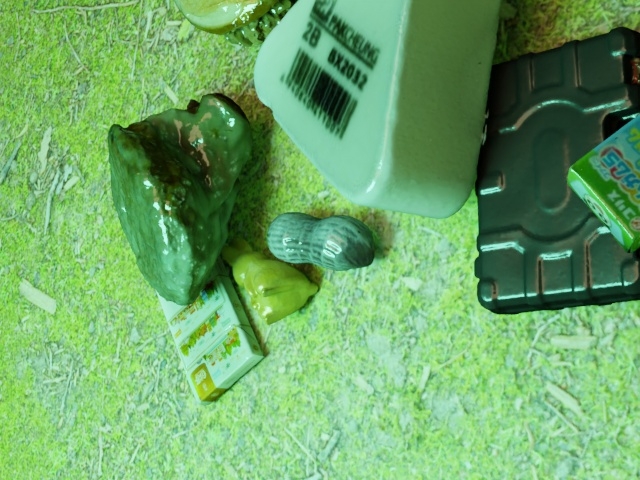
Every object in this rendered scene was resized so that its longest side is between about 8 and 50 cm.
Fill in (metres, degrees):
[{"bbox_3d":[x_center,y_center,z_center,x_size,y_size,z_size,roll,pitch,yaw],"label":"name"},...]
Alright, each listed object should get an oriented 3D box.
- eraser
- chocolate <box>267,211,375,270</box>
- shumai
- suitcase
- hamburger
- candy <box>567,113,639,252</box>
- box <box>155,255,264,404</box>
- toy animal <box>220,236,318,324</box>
[{"bbox_3d":[0.053,-0.198,1.196,0.331,0.150,0.331,-18,68,55],"label":"eraser"},{"bbox_3d":[0.000,0.000,1.289,0.167,0.072,0.072,8,86,43],"label":"chocolate"},{"bbox_3d":[-0.165,-0.057,1.383,0.222,0.204,0.271,-170,67,-67],"label":"shumai"},{"bbox_3d":[0.260,-0.069,1.085,0.206,0.066,0.285,-11,73,39],"label":"suitcase"},{"bbox_3d":[-0.094,-0.391,1.381,0.286,0.146,0.243,53,126,16],"label":"hamburger"},{"bbox_3d":[0.342,-0.084,0.966,0.194,0.062,0.097,-37,74,2],"label":"candy"},{"bbox_3d":[-0.164,0.106,1.427,0.122,0.032,0.220,-43,55,24],"label":"box"},{"bbox_3d":[-0.079,0.043,1.356,0.159,0.083,0.070,36,140,48],"label":"toy animal"}]
